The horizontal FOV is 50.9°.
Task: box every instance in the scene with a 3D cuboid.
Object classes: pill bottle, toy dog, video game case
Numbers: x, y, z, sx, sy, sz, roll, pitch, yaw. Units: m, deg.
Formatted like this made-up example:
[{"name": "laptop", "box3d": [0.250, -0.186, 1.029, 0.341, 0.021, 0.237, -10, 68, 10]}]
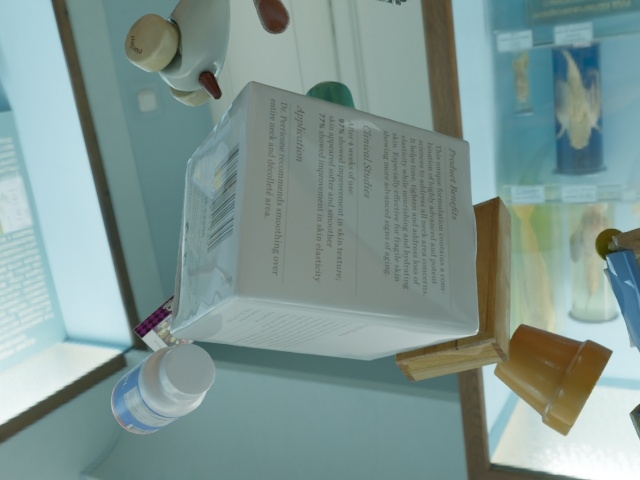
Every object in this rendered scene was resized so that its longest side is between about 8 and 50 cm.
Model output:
[{"name": "pill bottle", "box3d": [-0.278, 0.261, 1.200, 0.124, 0.124, 0.221, -25, 171, -46]}, {"name": "toy dog", "box3d": [-0.146, -0.343, 1.020, 0.161, 0.333, 0.220, 38, -154, 27]}, {"name": "video game case", "box3d": [-0.341, 0.194, 1.704, 0.232, 0.210, 0.042, -42, -114, -16]}]

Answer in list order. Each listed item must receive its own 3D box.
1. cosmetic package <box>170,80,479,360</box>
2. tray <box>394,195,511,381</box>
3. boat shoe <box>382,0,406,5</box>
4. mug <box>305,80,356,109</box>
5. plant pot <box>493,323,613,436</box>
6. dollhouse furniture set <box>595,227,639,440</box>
[{"name": "cosmetic package", "box3d": [0.000, 0.000, 1.099, 0.394, 0.329, 0.327, 11, 158, -24]}, {"name": "tray", "box3d": [0.281, 0.087, 1.382, 0.203, 0.076, 0.410, -20, -148, 30]}, {"name": "boat shoe", "box3d": [0.130, -0.486, 1.207, 0.335, 0.119, 0.121, -22, 156, -25]}, {"name": "mug", "box3d": [0.024, -0.351, 1.760, 0.130, 0.097, 0.158, -15, 165, 9]}, {"name": "plant pot", "box3d": [0.482, 0.277, 1.429, 0.188, 0.205, 0.205, 29, -148, 24]}, {"name": "dollhouse furniture set", "box3d": [0.514, 0.094, 0.877, 0.287, 0.303, 0.198, -20, 175, -7]}]
